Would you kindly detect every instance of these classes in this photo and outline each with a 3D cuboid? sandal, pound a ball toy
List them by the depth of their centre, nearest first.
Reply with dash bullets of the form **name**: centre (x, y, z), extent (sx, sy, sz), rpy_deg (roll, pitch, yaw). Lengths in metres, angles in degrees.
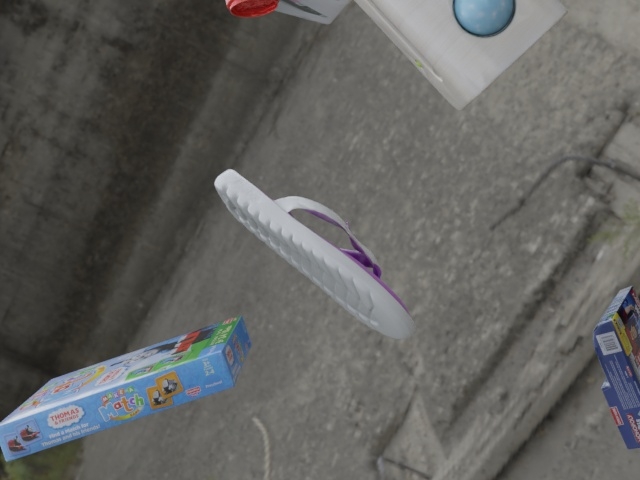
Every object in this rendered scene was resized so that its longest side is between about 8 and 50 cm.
- **pound a ball toy**: centre (0.107, -0.314, 0.850), extent (0.208, 0.319, 0.136), rpy_deg (-42, 0, 0)
- **sandal**: centre (-0.003, -0.007, 1.362), extent (0.102, 0.416, 0.169), rpy_deg (-47, -26, -12)

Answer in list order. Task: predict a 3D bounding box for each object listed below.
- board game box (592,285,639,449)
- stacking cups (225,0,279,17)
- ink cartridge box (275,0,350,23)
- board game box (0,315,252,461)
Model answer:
- **board game box**: centre (0.469, 0.178, 1.333), extent (0.060, 0.194, 0.194), rpy_deg (-21, 5, 33)
- **stacking cups**: centre (-0.094, -0.426, 1.050), extent (0.096, 0.096, 0.317), rpy_deg (155, 105, -68)
- **ink cartridge box**: centre (0.033, -0.351, 1.251), extent (0.275, 0.238, 0.060), rpy_deg (-150, 74, -81)
- **board game box**: centre (-0.176, 0.135, 0.841), extent (0.211, 0.039, 0.160), rpy_deg (-20, 6, 3)
